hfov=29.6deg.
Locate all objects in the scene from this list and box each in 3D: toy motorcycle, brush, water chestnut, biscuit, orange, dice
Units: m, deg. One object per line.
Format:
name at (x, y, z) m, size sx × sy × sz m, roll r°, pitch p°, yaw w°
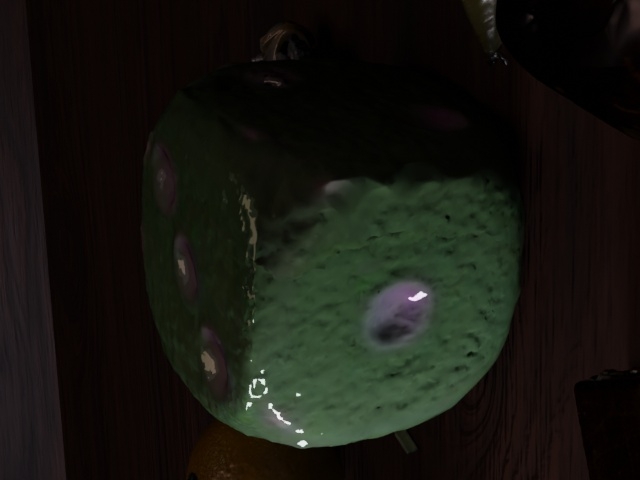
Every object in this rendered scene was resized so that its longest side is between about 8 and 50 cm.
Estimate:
toy motorcycle at (-0.035, -0.190, 1.554) m, size 0.229 × 0.094 × 0.130 m, roll 99°, pitch 156°, yaw -56°
brush at (0.094, 0.232, 1.490) m, size 0.083 × 0.016 × 0.013 m, roll -126°, pitch 25°, yaw -44°
water chestnut at (0.261, -0.185, 0.797) m, size 0.289 × 0.244 × 0.289 m, roll 179°, pitch 90°, yaw -68°
biscuit at (0.293, 0.233, 1.037) m, size 0.106 × 0.070 × 0.252 m, roll -20°, pitch 80°, yaw 64°
orange at (-0.074, 0.331, 1.637) m, size 0.236 × 0.236 × 0.236 m, roll 28°, pitch 122°, yaw 58°
dice at (0.000, 0.000, 1.271) m, size 0.330 × 0.318 × 0.322 m, roll 46°, pitch 136°, yaw 50°

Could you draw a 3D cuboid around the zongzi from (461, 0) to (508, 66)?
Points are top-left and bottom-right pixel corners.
zongzi at (0.179, -0.297, 1.072) m, size 0.228 × 0.115 × 0.256 m, roll -12°, pitch 93°, yaw 59°
